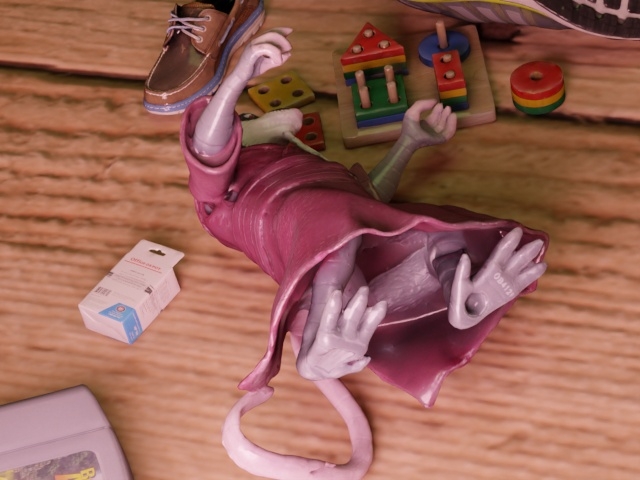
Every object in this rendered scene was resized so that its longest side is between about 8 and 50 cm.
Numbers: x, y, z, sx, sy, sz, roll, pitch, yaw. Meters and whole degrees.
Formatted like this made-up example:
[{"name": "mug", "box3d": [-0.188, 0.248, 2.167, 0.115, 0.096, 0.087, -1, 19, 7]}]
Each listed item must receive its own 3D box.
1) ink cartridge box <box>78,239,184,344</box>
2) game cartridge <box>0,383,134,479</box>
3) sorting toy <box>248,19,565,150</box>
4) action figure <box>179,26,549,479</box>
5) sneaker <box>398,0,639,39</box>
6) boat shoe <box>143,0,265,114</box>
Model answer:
[{"name": "ink cartridge box", "box3d": [-0.146, 0.040, 1.325, 0.048, 0.028, 0.083, 18, 51, 31]}, {"name": "game cartridge", "box3d": [-0.212, 0.223, 1.126, 0.196, 0.060, 0.294, -12, 41, -4]}, {"name": "sorting toy", "box3d": [0.068, -0.147, 1.461, 0.275, 0.046, 0.132, -10, 41, 5]}, {"name": "action figure", "box3d": [0.000, 0.000, 1.266, 0.370, 0.248, 0.275, 33, 101, 54]}, {"name": "sneaker", "box3d": [0.182, -0.237, 1.479, 0.300, 0.121, 0.111, 13, 88, 4]}, {"name": "boat shoe", "box3d": [-0.115, -0.189, 1.540, 0.066, 0.066, 0.183, 9, 46, 24]}]
